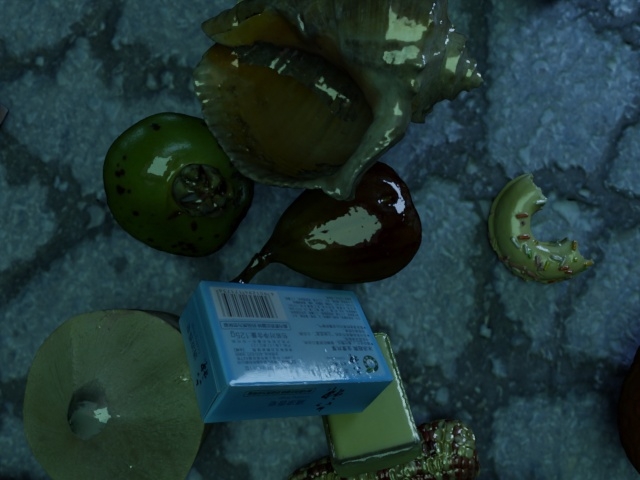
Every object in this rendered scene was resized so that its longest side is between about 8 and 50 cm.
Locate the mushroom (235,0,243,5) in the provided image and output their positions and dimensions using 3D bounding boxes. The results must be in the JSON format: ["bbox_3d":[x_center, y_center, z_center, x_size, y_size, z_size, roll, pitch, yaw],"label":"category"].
[{"bbox_3d":[0.012,-0.297,0.881,0.277,0.096,0.099,20,114,-9],"label":"mushroom"}]

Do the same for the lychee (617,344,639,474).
[{"bbox_3d":[0.512,0.231,0.783,0.255,0.255,0.300,-17,56,-1],"label":"lychee"}]

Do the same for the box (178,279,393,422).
[{"bbox_3d":[-0.041,0.133,0.755,0.083,0.232,0.143,-55,44,33],"label":"box"}]

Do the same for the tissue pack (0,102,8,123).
[{"bbox_3d":[-0.500,-0.185,0.878,0.058,0.094,0.074,31,85,3],"label":"tissue pack"}]

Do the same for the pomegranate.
[{"bbox_3d":[-0.174,-0.070,0.804,0.202,0.248,0.202,-6,105,-25],"label":"pomegranate"}]

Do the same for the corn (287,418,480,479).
[{"bbox_3d":[0.079,0.321,0.856,0.289,0.098,0.098,-16,88,3],"label":"corn"}]

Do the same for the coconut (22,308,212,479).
[{"bbox_3d":[-0.246,0.199,0.786,0.239,0.244,0.239,0,88,-1],"label":"coconut"}]

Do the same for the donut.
[{"bbox_3d":[0.301,-0.006,0.882,0.108,0.065,0.166,-30,88,-1],"label":"donut"}]

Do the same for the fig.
[{"bbox_3d":[0.000,0.001,0.836,0.274,0.145,0.170,-25,87,-15],"label":"fig"}]

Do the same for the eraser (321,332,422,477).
[{"bbox_3d":[0.058,0.219,0.835,0.117,0.058,0.172,-14,52,0],"label":"eraser"}]

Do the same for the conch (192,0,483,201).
[{"bbox_3d":[0.019,-0.186,0.769,0.352,0.210,0.297,11,79,35],"label":"conch"}]
